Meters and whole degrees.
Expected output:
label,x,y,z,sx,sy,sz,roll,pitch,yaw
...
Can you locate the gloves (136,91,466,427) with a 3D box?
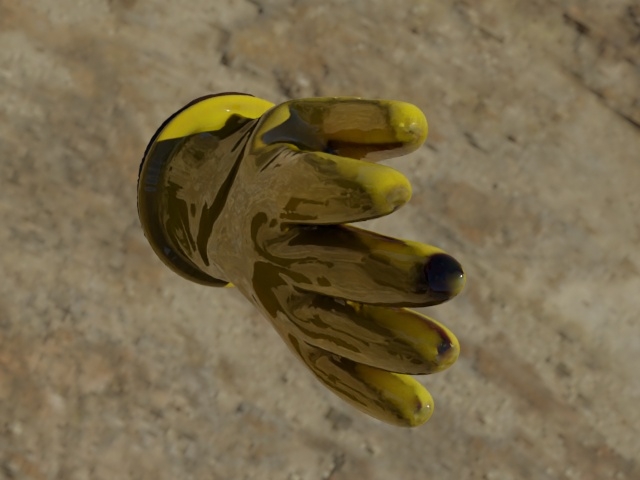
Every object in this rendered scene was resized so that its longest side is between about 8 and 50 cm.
label,x,y,z,sx,sy,sz,roll,pitch,yaw
gloves,0.001,0.001,0.816,0.116,0.133,0.294,-28,22,-15
